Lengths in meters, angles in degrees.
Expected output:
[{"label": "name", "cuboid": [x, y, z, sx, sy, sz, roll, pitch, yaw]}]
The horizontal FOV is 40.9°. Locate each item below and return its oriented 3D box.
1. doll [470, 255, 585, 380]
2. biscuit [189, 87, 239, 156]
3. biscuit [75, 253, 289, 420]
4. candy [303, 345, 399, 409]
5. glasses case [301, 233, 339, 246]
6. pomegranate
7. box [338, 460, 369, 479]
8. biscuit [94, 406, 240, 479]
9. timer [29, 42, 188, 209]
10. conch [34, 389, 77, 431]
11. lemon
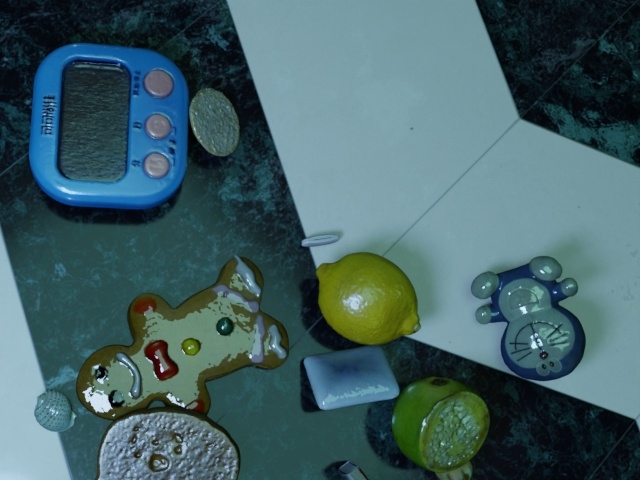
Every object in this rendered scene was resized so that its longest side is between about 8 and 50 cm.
[{"label": "doll", "cuboid": [0.461, 0.176, 1.859, 0.228, 0.154, 0.258, -20, 73, 16]}, {"label": "biscuit", "cuboid": [-0.224, -0.251, 1.822, 0.152, 0.020, 0.152, 19, 65, -48]}, {"label": "biscuit", "cuboid": [-0.277, 0.222, 1.716, 0.432, 0.064, 0.282, -23, 84, -18]}, {"label": "candy", "cuboid": [0.063, 0.281, 1.767, 0.174, 0.071, 0.138, -7, 44, -15]}, {"label": "glasses case", "cuboid": [0.000, 0.000, 1.850, 0.083, 0.032, 0.021, -8, 81, -14]}, {"label": "pomegranate", "cuboid": [0.246, 0.378, 1.765, 0.241, 0.159, 0.189, 39, 81, -29]}, {"label": "box", "cuboid": [0.107, 0.523, 1.709, 0.036, 0.115, 0.177, -37, 87, -11]}, {"label": "biscuit", "cuboid": [-0.297, 0.450, 1.655, 0.273, 0.049, 0.257, 17, 84, -7]}, {"label": "timer", "cuboid": [-0.429, -0.232, 1.759, 0.309, 0.115, 0.339, 3, 76, -15]}, {"label": "conch", "cuboid": [-0.510, 0.329, 1.642, 0.085, 0.056, 0.076, 38, 84, -2]}, {"label": "lemon", "cuboid": [0.097, 0.121, 1.768, 0.244, 0.187, 0.186, 29, 72, -5]}]
